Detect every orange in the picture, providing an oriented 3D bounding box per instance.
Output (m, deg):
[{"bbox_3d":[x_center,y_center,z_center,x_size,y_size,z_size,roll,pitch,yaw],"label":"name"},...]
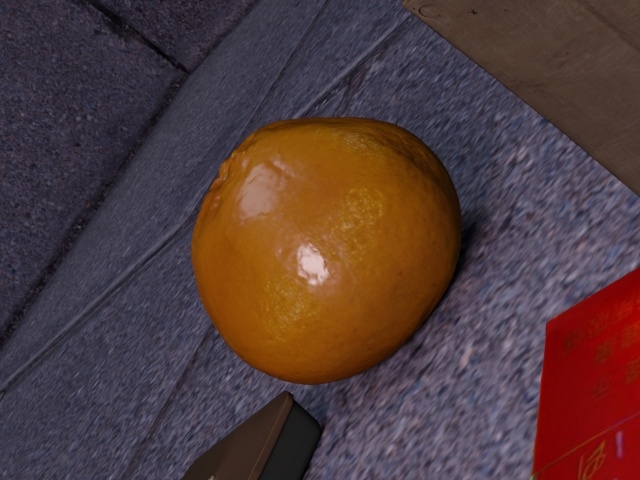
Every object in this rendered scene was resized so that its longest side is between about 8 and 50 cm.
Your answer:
[{"bbox_3d":[0.000,0.000,0.876,0.159,0.136,0.159,-52,9,12],"label":"orange"}]

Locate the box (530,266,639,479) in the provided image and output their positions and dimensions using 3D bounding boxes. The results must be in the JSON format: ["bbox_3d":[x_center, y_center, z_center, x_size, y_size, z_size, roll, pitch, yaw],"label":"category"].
[{"bbox_3d":[0.102,0.071,0.399,0.112,0.048,0.175,-36,28,37],"label":"box"}]

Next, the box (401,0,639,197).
[{"bbox_3d":[0.171,-0.158,0.652,0.231,0.149,0.155,-59,12,-27],"label":"box"}]

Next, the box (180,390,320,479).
[{"bbox_3d":[-0.051,0.144,0.899,0.126,0.031,0.091,-42,15,43],"label":"box"}]
